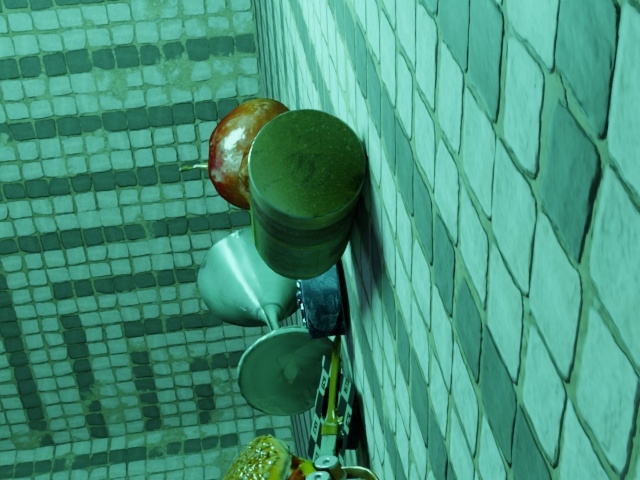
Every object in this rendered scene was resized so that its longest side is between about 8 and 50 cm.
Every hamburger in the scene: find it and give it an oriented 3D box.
[{"bbox_3d":[-0.096,0.547,1.923,0.330,0.250,0.330,-58,-2,-3],"label":"hamburger"}]

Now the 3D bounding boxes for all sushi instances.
[{"bbox_3d":[0.040,0.323,1.775,0.215,0.051,0.192,-150,68,-73],"label":"sushi"}]

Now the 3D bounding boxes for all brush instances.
[{"bbox_3d":[0.021,0.272,1.750,0.082,0.010,0.218,151,126,-72],"label":"brush"}]

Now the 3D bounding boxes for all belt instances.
[{"bbox_3d":[-0.003,0.084,1.760,0.141,0.082,0.190,81,180,-59],"label":"belt"}]

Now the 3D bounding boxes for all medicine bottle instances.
[{"bbox_3d":[-0.024,-0.051,1.427,0.322,0.151,0.151,99,163,-72],"label":"medicine bottle"}]

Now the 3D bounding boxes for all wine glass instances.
[{"bbox_3d":[-0.101,0.170,2.094,0.406,0.267,0.267,-114,18,-60],"label":"wine glass"}]

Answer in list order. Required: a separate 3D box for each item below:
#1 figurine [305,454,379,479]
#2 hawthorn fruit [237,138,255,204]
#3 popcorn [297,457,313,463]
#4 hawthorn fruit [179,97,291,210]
[{"bbox_3d":[0.054,0.430,1.470,0.271,0.143,0.143,55,-177,-17],"label":"figurine"},{"bbox_3d":[-0.075,-0.118,1.870,0.179,0.174,0.173,-108,12,-69],"label":"hawthorn fruit"},{"bbox_3d":[-0.055,0.650,2.440,0.241,0.235,0.250,-53,4,13],"label":"popcorn"},{"bbox_3d":[-0.163,-0.171,2.136,0.242,0.272,0.241,163,90,-87],"label":"hawthorn fruit"}]
